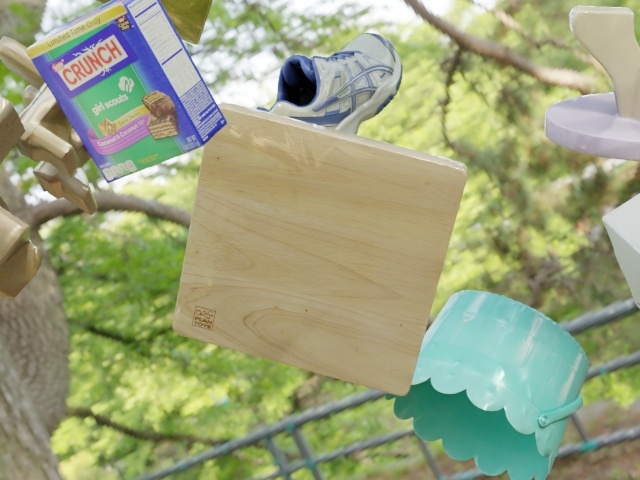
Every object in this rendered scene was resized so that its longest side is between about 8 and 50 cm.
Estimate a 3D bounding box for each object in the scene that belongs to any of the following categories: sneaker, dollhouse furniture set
[{"bbox_3d":[0.015,-0.209,1.572,0.111,0.131,0.296,-10,35,35],"label":"sneaker"},{"bbox_3d":[-0.418,-0.067,1.184,0.362,0.256,0.394,-55,-7,-15],"label":"dollhouse furniture set"}]

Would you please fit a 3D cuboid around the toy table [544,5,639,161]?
[{"bbox_3d":[0.418,-0.198,1.433,0.274,0.161,0.252,-4,28,-10],"label":"toy table"}]

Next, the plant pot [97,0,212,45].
[{"bbox_3d":[-0.231,-0.371,1.197,0.293,0.275,0.275,15,-12,-10],"label":"plant pot"}]

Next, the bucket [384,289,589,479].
[{"bbox_3d":[0.257,0.217,1.779,0.183,0.281,0.281,-57,10,-22],"label":"bucket"}]

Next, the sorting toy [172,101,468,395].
[{"bbox_3d":[0.000,0.000,1.225,0.089,0.257,0.256,-62,-14,-66],"label":"sorting toy"}]

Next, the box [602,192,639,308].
[{"bbox_3d":[0.648,-0.016,1.844,0.345,0.215,0.168,-33,38,-1],"label":"box"}]

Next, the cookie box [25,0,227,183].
[{"bbox_3d":[-0.130,-0.103,0.795,0.091,0.107,0.040,-17,21,32],"label":"cookie box"}]
